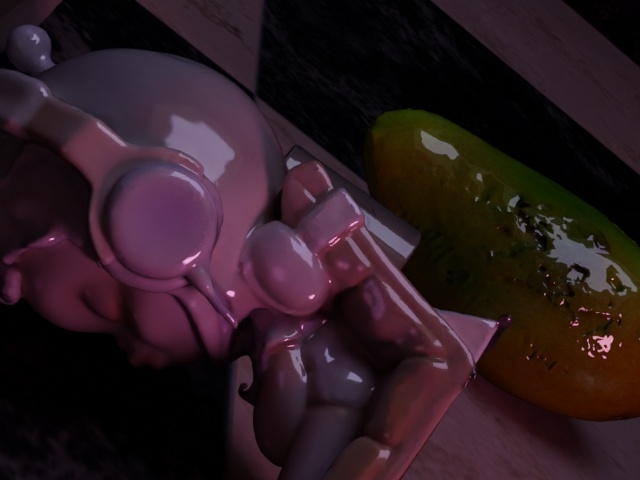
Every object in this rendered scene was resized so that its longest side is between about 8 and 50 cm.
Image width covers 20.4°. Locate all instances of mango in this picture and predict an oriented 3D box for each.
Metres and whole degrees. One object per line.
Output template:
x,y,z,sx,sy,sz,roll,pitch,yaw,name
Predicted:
0.111,0.016,1.018,0.233,0.111,0.125,41,13,-1,mango

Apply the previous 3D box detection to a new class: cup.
-0.001,0.000,0.932,0.083,0.075,0.054,38,-19,-4,cup

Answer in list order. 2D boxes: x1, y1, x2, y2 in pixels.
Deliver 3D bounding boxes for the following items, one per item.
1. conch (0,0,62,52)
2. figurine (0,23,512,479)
-0.191,-0.146,0.786,0.158,0.127,0.255,-1,14,-24,conch
-0.052,0.016,0.669,0.237,0.141,0.162,42,-11,5,figurine
